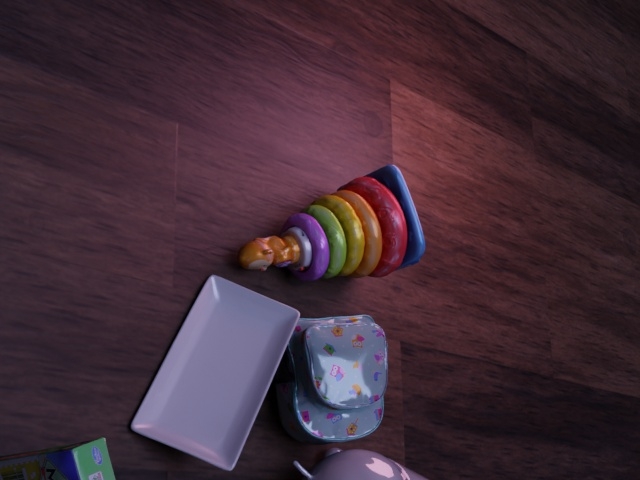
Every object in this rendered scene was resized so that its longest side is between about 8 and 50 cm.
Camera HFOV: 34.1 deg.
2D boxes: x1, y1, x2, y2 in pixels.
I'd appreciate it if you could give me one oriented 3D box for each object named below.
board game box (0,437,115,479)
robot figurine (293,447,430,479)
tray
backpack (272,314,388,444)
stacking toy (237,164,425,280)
[{"bbox_3d":[-0.267,0.378,1.108,0.046,0.214,0.317,-13,86,-49],"label":"board game box"},{"bbox_3d":[0.092,0.423,1.504,0.353,0.200,0.300,34,12,-38],"label":"robot figurine"},{"bbox_3d":[-0.138,0.178,1.424,0.145,0.030,0.270,22,52,2],"label":"tray"},{"bbox_3d":[0.017,0.205,1.532,0.166,0.144,0.188,0,83,-28],"label":"backpack"},{"bbox_3d":[0.000,0.000,1.607,0.302,0.175,0.165,-15,86,-38],"label":"stacking toy"}]
